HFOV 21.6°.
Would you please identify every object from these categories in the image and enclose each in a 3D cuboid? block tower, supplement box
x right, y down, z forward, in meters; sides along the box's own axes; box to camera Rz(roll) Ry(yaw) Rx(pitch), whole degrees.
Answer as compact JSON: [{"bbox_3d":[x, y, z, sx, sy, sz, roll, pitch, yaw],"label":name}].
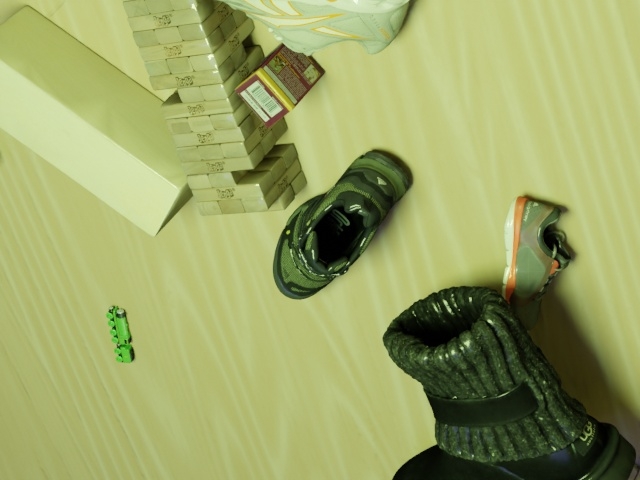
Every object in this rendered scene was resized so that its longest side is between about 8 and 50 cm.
[{"bbox_3d":[-0.117,-0.179,1.739,0.097,0.091,0.335,-4,120,30],"label":"block tower"},{"bbox_3d":[-0.041,-0.163,1.712,0.055,0.083,0.043,48,132,-9],"label":"supplement box"}]

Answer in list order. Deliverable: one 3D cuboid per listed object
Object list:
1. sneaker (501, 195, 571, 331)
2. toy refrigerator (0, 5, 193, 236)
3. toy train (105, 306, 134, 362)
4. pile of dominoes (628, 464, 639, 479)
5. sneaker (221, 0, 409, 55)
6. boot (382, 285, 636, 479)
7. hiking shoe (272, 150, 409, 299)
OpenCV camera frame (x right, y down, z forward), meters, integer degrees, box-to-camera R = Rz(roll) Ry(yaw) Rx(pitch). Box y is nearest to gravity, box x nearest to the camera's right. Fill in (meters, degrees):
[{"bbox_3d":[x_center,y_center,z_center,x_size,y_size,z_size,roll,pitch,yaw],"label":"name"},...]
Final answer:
[{"bbox_3d":[0.223,0.031,1.721,0.065,0.061,0.158,7,126,18],"label":"sneaker"},{"bbox_3d":[-0.254,-0.129,1.844,0.269,0.102,0.094,35,132,2],"label":"toy refrigerator"},{"bbox_3d":[-0.246,0.117,2.072,0.023,0.017,0.083,3,124,16],"label":"toy train"},{"bbox_3d":[0.330,0.328,1.884,0.251,0.040,0.196,7,125,25],"label":"pile of dominoes"},{"bbox_3d":[-0.040,-0.230,1.617,0.262,0.099,0.121,9,138,-4],"label":"sneaker"},{"bbox_3d":[0.139,0.188,1.796,0.260,0.131,0.348,44,137,-19],"label":"boot"},{"bbox_3d":[0.000,0.000,1.784,0.086,0.114,0.227,39,132,0],"label":"hiking shoe"}]
